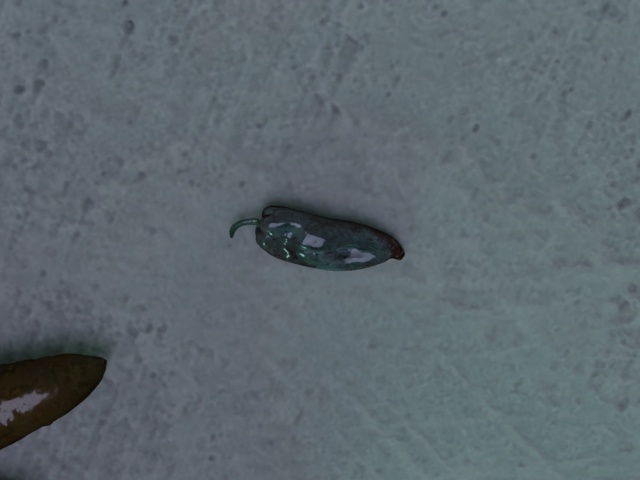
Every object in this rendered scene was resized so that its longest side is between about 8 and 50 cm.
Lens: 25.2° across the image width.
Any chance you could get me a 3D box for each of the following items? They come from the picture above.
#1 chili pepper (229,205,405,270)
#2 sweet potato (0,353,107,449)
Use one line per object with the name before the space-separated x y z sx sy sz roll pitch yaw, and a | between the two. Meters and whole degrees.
chili pepper | 0.000 0.001 1.219 0.153 0.041 0.050 15 153 -8
sweet potato | -0.347 0.172 1.254 0.341 0.092 0.114 -34 127 13
